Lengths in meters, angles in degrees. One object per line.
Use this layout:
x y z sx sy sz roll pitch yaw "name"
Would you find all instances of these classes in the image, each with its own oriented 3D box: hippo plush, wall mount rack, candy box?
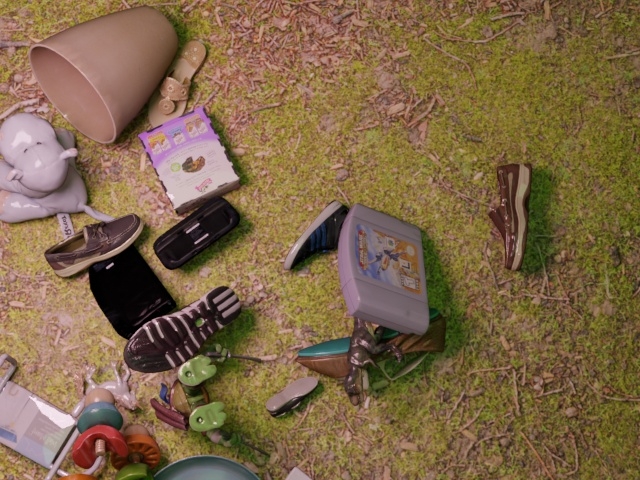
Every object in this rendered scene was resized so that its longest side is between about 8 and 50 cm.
-0.616 -0.136 1.616 0.234 0.236 0.294 -28 81 -9 "hippo plush"
-0.635 0.413 1.538 0.350 0.130 0.304 27 71 6 "wall mount rack"
-0.297 -0.181 1.732 0.164 0.070 0.196 -26 80 -9 "candy box"

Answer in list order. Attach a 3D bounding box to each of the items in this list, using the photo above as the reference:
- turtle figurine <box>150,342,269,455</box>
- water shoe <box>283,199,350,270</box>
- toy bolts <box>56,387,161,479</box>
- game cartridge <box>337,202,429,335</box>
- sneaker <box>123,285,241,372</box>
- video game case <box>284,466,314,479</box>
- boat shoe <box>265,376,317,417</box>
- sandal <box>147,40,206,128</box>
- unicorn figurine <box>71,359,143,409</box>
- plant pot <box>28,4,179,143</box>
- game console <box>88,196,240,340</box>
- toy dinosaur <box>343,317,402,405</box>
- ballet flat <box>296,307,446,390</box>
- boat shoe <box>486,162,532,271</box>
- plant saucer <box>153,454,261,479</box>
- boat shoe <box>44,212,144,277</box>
-0.199 0.309 1.539 0.274 0.266 0.198 19 75 -3 "turtle figurine"
0.000 0.000 1.713 0.080 0.073 0.203 39 79 2 "water shoe"
-0.444 0.412 1.518 0.218 0.229 0.158 -13 39 -7 "toy bolts"
0.133 0.052 1.630 0.198 0.062 0.297 23 44 -23 "game cartridge"
-0.305 0.202 1.595 0.281 0.162 0.107 -28 90 -37 "sneaker"
-0.039 0.618 1.544 0.206 0.026 0.227 35 78 13 "video game case"
-0.059 0.343 1.654 0.125 0.038 0.046 -32 40 -15 "boat shoe"
-0.339 -0.372 1.765 0.088 0.079 0.240 24 78 2 "sandal"
-0.448 0.314 1.629 0.161 0.060 0.111 -9 79 11 "unicorn figurine"
-0.457 -0.402 1.699 0.256 0.256 0.274 39 63 5 "plant pot"
-0.330 0.040 1.658 0.361 0.044 0.213 -37 58 -9 "game console"
0.110 0.206 1.577 0.118 0.064 0.268 2 63 3 "toy dinosaur"
0.122 0.254 1.662 0.342 0.116 0.124 -17 99 -11 "ballet flat"
0.430 -0.055 1.753 0.095 0.095 0.258 6 71 11 "boat shoe"
-0.242 0.611 1.582 0.317 0.044 0.318 1 78 -3 "plant saucer"
-0.495 0.001 1.653 0.223 0.073 0.080 -29 46 -1 "boat shoe"
